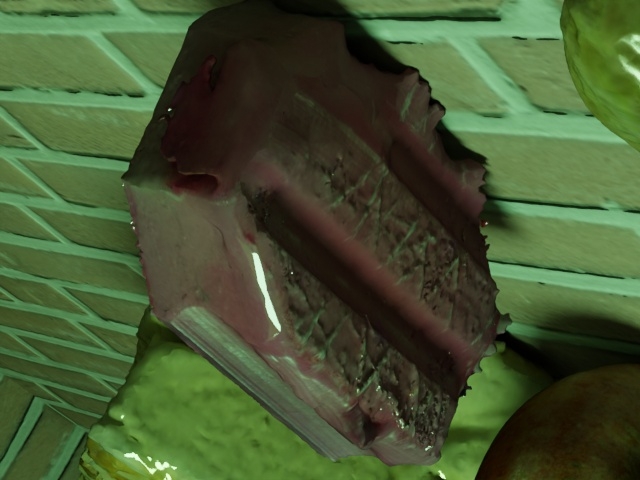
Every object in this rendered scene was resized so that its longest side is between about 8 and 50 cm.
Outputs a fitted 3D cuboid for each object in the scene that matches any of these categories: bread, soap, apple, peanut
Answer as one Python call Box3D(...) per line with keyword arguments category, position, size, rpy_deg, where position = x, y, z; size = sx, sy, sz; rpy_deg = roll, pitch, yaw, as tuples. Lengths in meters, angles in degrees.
Box3D(category="bread", position=(-0.016, 0.186, 1.593), size=(0.390, 0.279, 0.371), rpy_deg=(31, 160, -2))
Box3D(category="soap", position=(0.000, 0.000, 1.142), size=(0.127, 0.220, 0.325), rpy_deg=(9, 155, 36))
Box3D(category="apple", position=(0.229, 0.221, 1.352), size=(0.253, 0.253, 0.253), rpy_deg=(25, 162, 9))
Box3D(category="peanut", position=(0.183, -0.078, 0.863), size=(0.108, 0.095, 0.226), rpy_deg=(34, 174, 41))
